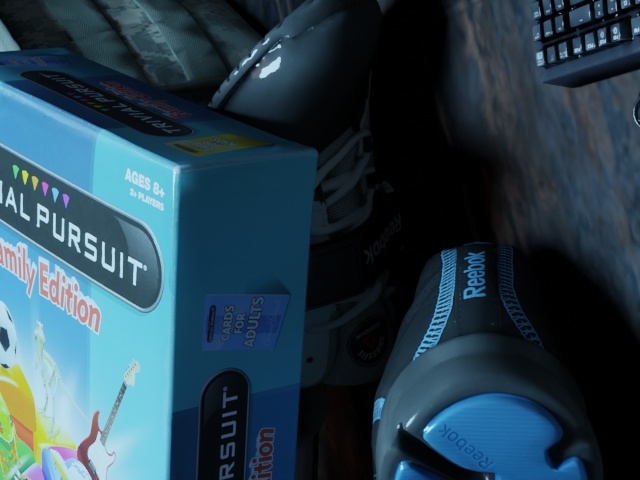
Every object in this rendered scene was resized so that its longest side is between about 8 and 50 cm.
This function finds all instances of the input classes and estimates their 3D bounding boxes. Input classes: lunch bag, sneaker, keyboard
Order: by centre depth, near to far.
[{"bbox_3d":[0.131,-0.094,0.557,0.180,0.023,0.108,171,86,-69],"label":"keyboard"},{"bbox_3d":[0.084,0.157,0.727,0.139,0.125,0.340,-86,-2,-52],"label":"sneaker"},{"bbox_3d":[0.000,0.000,0.824,0.146,0.122,0.330,41,144,16],"label":"sneaker"},{"bbox_3d":[-0.189,-0.081,0.981,0.235,0.287,0.169,-131,35,-51],"label":"lunch bag"}]

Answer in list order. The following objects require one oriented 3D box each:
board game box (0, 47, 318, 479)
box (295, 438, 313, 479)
[{"bbox_3d":[-0.115,0.087,0.779,0.254,0.079,0.336,25,118,50],"label":"board game box"},{"bbox_3d":[-0.077,0.130,1.127,0.231,0.056,0.183,-133,38,-51],"label":"box"}]
